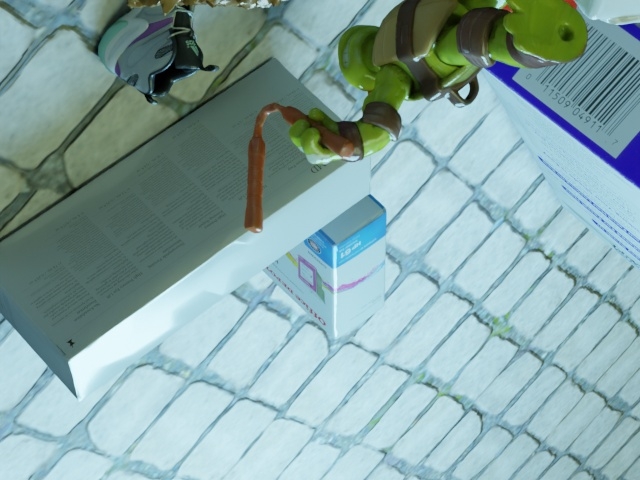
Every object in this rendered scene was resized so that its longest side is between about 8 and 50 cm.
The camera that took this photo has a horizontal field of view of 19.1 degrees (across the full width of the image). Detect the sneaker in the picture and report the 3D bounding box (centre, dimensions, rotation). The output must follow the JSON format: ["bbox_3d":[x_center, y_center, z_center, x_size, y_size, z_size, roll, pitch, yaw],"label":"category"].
[{"bbox_3d":[-0.079,-0.123,1.092,0.038,0.069,0.098,0,128,-56],"label":"sneaker"}]

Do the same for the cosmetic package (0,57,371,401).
[{"bbox_3d":[-0.088,-0.009,1.203,0.239,0.099,0.060,-35,151,-20],"label":"cosmetic package"}]

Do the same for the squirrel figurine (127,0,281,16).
[{"bbox_3d":[0.019,-0.218,0.833,0.370,0.281,0.397,-44,170,-40],"label":"squirrel figurine"}]

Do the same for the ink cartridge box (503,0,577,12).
[{"bbox_3d":[0.160,-0.231,1.226,0.145,0.045,0.179,6,88,-57],"label":"ink cartridge box"}]

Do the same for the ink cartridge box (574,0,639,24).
[{"bbox_3d":[0.245,-0.272,1.087,0.198,0.115,0.273,-8,135,-22],"label":"ink cartridge box"}]

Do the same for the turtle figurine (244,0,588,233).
[{"bbox_3d":[0.068,-0.114,1.113,0.217,0.087,0.269,-16,-142,54],"label":"turtle figurine"}]

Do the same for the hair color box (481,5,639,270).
[{"bbox_3d":[0.258,-0.066,1.530,0.110,0.185,0.339,-47,154,-3],"label":"hair color box"}]

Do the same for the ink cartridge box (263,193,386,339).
[{"bbox_3d":[0.000,0.000,1.352,0.052,0.088,0.122,-36,152,-20],"label":"ink cartridge box"}]
